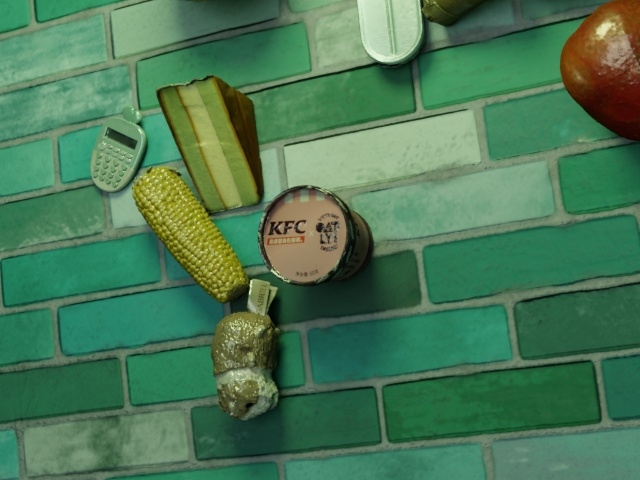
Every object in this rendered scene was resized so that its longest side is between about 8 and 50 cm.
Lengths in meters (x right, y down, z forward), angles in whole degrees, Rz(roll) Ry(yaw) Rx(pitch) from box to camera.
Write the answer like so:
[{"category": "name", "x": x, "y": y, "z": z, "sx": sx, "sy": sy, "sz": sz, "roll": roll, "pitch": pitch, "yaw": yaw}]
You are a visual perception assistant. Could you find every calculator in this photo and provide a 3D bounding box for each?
[{"category": "calculator", "x": -0.344, "y": -0.156, "z": 1.951, "sx": 0.095, "sy": 0.021, "sz": 0.153, "roll": 25, "pitch": 95, "yaw": 22}]

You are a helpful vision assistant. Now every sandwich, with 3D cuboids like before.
[{"category": "sandwich", "x": -0.176, "y": -0.149, "z": 1.819, "sx": 0.117, "sy": 0.144, "sz": 0.187, "roll": -10, "pitch": 81, "yaw": 23}]

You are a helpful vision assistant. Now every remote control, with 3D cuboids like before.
[{"category": "remote control", "x": 0.107, "y": -0.392, "z": 1.775, "sx": 0.104, "sy": 0.052, "sz": 0.247, "roll": -7, "pitch": 82, "yaw": 20}]

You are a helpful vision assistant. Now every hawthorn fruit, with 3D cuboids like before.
[{"category": "hawthorn fruit", "x": 0.445, "y": -0.219, "z": 1.547, "sx": 0.196, "sy": 0.196, "sz": 0.225, "roll": -39, "pitch": 67, "yaw": 14}]

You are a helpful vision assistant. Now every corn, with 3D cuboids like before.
[{"category": "corn", "x": -0.211, "y": -0.011, "z": 1.848, "sx": 0.091, "sy": 0.091, "sz": 0.260, "roll": -29, "pitch": 70, "yaw": -27}]

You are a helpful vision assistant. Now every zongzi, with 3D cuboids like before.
[{"category": "zongzi", "x": 0.219, "y": -0.433, "z": 1.693, "sx": 0.189, "sy": 0.081, "sz": 0.178, "roll": -25, "pitch": 67, "yaw": 47}]

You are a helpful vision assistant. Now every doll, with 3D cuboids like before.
[{"category": "doll", "x": -0.116, "y": 0.170, "z": 1.784, "sx": 0.115, "sy": 0.105, "sz": 0.221, "roll": 3, "pitch": 88, "yaw": 29}]

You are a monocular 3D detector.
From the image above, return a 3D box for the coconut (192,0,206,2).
[{"category": "coconut", "x": -0.170, "y": -0.515, "z": 1.807, "sx": 0.239, "sy": 0.244, "sz": 0.239, "roll": 16, "pitch": 130, "yaw": 20}]

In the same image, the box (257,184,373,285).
[{"category": "box", "x": 0.000, "y": 0.000, "z": 1.739, "sx": 0.151, "sy": 0.135, "sz": 0.151, "roll": -4, "pitch": 81, "yaw": 24}]
